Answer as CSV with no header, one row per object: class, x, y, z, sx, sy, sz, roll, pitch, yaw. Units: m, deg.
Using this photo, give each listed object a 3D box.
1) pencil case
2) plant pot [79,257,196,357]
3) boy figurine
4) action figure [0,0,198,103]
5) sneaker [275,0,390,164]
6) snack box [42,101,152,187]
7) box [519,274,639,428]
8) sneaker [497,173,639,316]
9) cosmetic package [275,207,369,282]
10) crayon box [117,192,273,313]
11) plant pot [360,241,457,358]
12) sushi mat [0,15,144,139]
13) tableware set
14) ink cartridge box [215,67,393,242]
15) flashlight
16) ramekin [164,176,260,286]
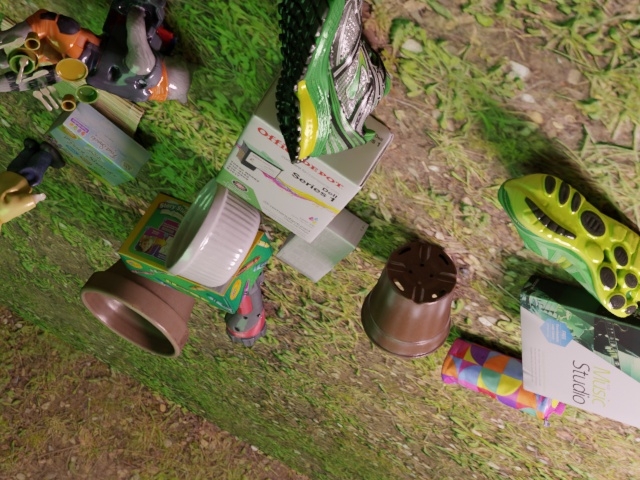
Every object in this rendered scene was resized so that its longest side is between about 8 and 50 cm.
pencil case,0.350,0.267,2.047,0.236,0.104,0.104,22,154,26
plant pot,-0.372,0.102,2.425,0.263,0.229,0.263,27,155,13
boy figurine,-0.681,-0.095,2.356,0.177,0.285,0.092,12,149,31
action figure,-0.367,-0.278,1.735,0.330,0.179,0.341,9,163,-10
sneaker,0.022,-0.255,1.448,0.344,0.146,0.134,97,157,-52
snack box,-0.447,-0.189,2.130,0.174,0.070,0.207,39,162,-18
box,0.482,0.197,1.737,0.322,0.058,0.232,15,135,30
sneaker,0.369,-0.003,1.537,0.295,0.109,0.123,41,177,-24
cosmetic package,0.000,0.000,1.999,0.099,0.060,0.239,33,156,-7
crayon box,-0.260,0.023,2.223,0.278,0.165,0.081,21,154,25
plant pot,0.165,0.097,1.887,0.167,0.167,0.165,27,147,10
sushi mat,-0.482,-0.302,2.051,0.316,0.019,0.151,34,157,-4
tableware set,-0.406,-0.251,1.614,0.104,0.024,0.154,-17,139,12
ink cartridge box,-0.033,-0.133,1.718,0.201,0.117,0.278,34,155,-4
flashlight,-0.180,0.136,2.419,0.103,0.103,0.304,20,155,13
ramekin,-0.203,-0.009,2.062,0.109,0.207,0.207,29,157,-16
